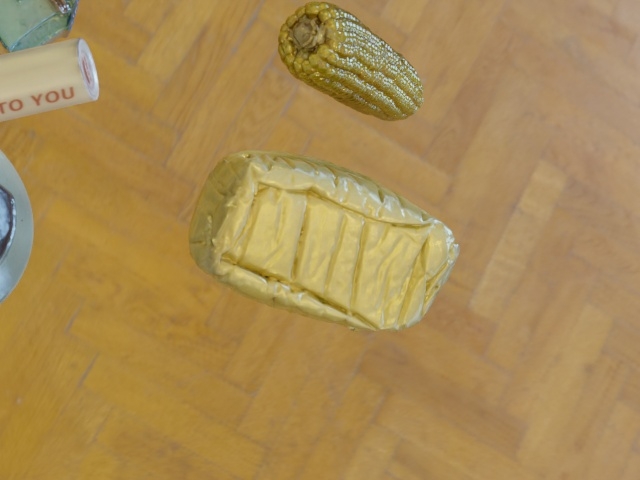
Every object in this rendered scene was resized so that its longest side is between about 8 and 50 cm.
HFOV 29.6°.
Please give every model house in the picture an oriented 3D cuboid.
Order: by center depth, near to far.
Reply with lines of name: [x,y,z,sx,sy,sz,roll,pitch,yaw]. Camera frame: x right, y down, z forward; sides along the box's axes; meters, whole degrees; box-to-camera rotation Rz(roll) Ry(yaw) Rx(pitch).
model house: [-0.345,-0.297,1.467,0.149,0.119,0.148,-33,96,-7]

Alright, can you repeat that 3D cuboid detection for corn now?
corn: [0.037,-0.168,1.170,0.080,0.231,0.080,-4,81,28]

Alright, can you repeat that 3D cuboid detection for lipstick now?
lipstick: [-0.197,-0.086,0.704,0.131,0.038,0.038,-12,81,5]

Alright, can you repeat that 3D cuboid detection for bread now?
bread: [0.000,0.000,1.109,0.236,0.106,0.140,19,98,-19]

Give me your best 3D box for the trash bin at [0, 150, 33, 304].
trash bin: [-0.492,0.043,1.343,0.280,0.432,0.280,13,57,-21]
